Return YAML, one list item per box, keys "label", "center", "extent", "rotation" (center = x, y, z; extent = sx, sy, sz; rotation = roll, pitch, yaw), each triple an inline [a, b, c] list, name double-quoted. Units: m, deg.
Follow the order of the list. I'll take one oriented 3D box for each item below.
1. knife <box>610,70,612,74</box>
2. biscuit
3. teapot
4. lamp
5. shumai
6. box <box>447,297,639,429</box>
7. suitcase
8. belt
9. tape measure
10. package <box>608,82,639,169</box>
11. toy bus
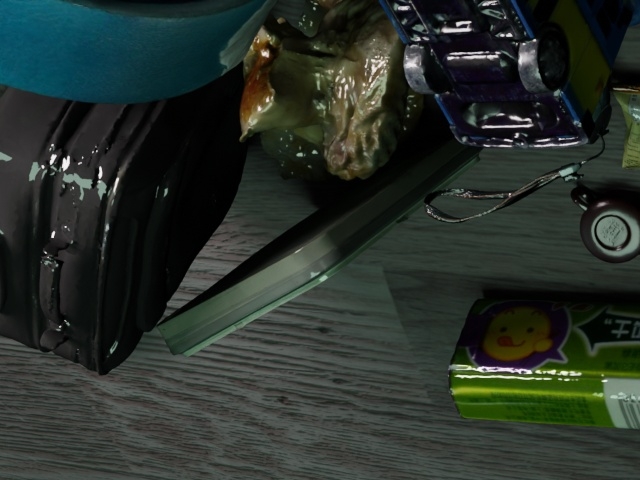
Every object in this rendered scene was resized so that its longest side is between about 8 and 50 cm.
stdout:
- label: "knife"
  center: [0.243, -0.156, 1.656]
  extent: [0.030, 0.014, 0.207]
  rotation: [24, 147, 1]
- label: "biscuit"
  center: [0.029, -0.140, 1.773]
  extent: [0.141, 0.038, 0.290]
  rotation: [19, 142, -2]
- label: "teapot"
  center: [0.279, -0.018, 1.794]
  extent: [0.100, 0.045, 0.068]
  rotation: [40, 121, 5]
- label: "lamp"
  center: [0.000, 0.000, 1.787]
  extent: [0.266, 0.269, 0.047]
  rotation: [-31, 94, 49]
- label: "shumai"
  center: [0.009, -0.142, 1.613]
  extent: [0.152, 0.161, 0.209]
  rotation: [6, 164, -2]
- label: "box"
  center: [0.309, 0.126, 1.892]
  extent: [0.345, 0.134, 0.097]
  rotation: [0, 135, 28]
- label: "suitcase"
  center: [-0.190, -0.073, 1.726]
  extent: [0.188, 0.339, 0.345]
  rotation: [24, 146, 6]
- label: "belt"
  center: [-0.224, -0.284, 1.492]
  extent: [0.436, 0.300, 0.173]
  rotation: [21, 148, -14]
- label: "tape measure"
  center: [0.166, -0.090, 1.649]
  extent: [0.104, 0.180, 0.107]
  rotation: [32, 159, 56]
- label: "package"
  center: [0.314, -0.097, 1.679]
  extent: [0.108, 0.031, 0.121]
  rotation: [6, 143, 22]
- label: "toy bus"
  center: [0.131, -0.220, 1.486]
  extent: [0.138, 0.175, 0.288]
  rotation: [2, 141, 37]
